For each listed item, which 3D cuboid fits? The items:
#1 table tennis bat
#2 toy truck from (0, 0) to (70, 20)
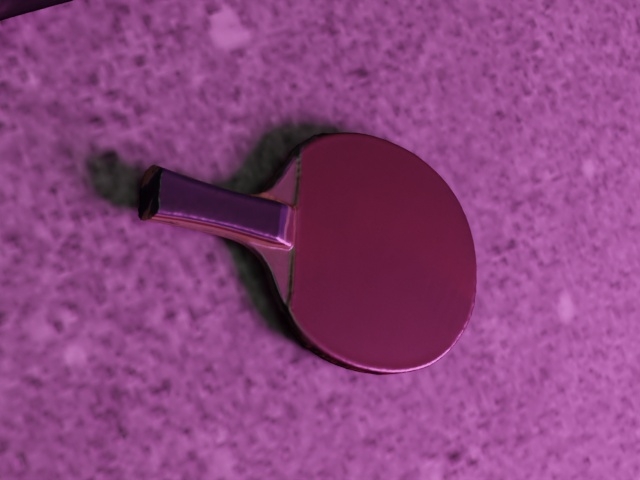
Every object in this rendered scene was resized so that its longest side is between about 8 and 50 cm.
[{"bbox_3d":[0.000,0.000,0.712,0.158,0.014,0.095,15,72,-35],"label":"table tennis bat"},{"bbox_3d":[-0.075,-0.156,0.629,0.224,0.147,0.165,-8,107,-40],"label":"toy truck"}]
